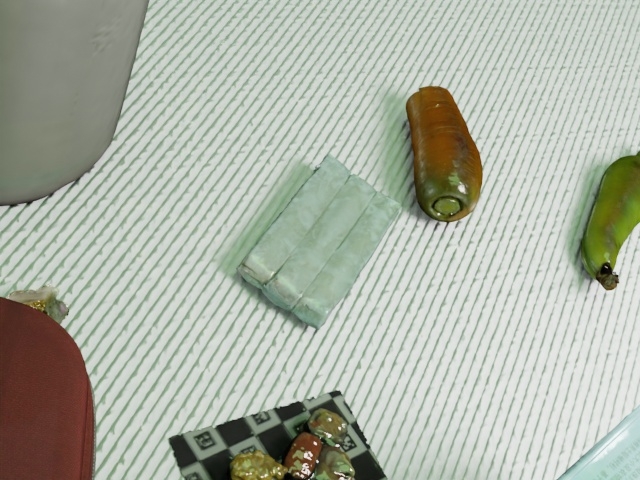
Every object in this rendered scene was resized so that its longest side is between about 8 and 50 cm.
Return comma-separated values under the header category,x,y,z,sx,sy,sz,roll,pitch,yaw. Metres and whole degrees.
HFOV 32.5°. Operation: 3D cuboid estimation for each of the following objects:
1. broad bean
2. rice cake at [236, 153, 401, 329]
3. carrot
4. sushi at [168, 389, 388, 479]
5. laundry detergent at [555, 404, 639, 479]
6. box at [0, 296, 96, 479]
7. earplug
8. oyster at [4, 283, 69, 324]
category,x,y,z,sx,sy,sz,roll,pitch,yaw
broad bean,0.380,-0.033,1.392,0.075,0.067,0.325,10,43,25
rice cake,0.000,0.000,1.201,0.124,0.038,0.211,36,47,8
carrot,0.151,-0.107,1.332,0.087,0.087,0.193,14,46,-14
sushi,-0.029,0.210,1.015,0.201,0.031,0.139,-12,58,-32
laundry detergent,0.275,0.328,0.879,0.287,0.287,0.305,-28,67,-39
box,-0.305,0.214,0.831,0.263,0.108,0.403,11,50,-16
earplug,-0.308,-0.269,1.046,0.313,0.394,0.312,13,49,-15
oyster,-0.278,0.074,1.015,0.093,0.034,0.051,-26,87,-38
